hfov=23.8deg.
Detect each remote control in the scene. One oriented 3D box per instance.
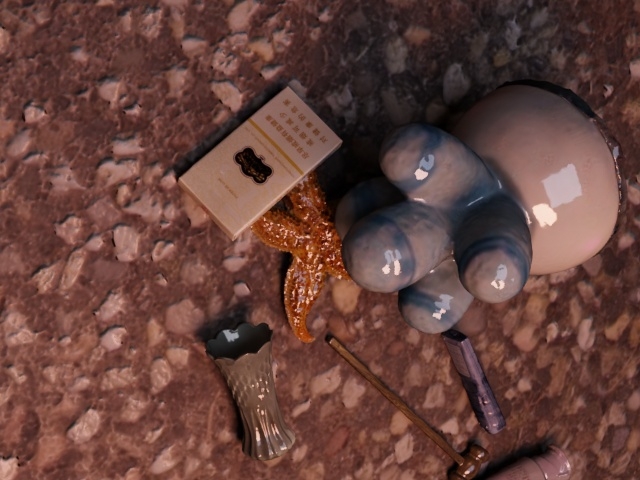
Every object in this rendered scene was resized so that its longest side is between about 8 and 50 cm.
[{"bbox_3d":[0.192,0.177,1.883,0.027,0.043,0.152,-31,114,-15],"label":"remote control"}]

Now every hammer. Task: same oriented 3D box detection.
[{"bbox_3d":[0.103,0.203,1.846,0.292,0.029,0.058,44,74,-28],"label":"hammer"}]

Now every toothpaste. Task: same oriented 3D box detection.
[{"bbox_3d":[0.212,0.331,1.916,0.234,0.057,0.089,-25,140,-24],"label":"toothpaste"}]

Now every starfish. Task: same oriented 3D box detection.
[{"bbox_3d":[0.001,0.000,1.735,0.227,0.043,0.240,2,101,-31],"label":"starfish"}]

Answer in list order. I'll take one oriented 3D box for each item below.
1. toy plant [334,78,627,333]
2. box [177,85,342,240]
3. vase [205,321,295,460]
[{"bbox_3d":[0.154,-0.026,1.675,0.332,0.247,0.247,-27,113,-40],"label":"toy plant"},{"bbox_3d":[-0.065,-0.086,1.661,0.167,0.024,0.090,-42,83,-18],"label":"box"},{"bbox_3d":[-0.074,0.174,1.703,0.081,0.081,0.149,-25,116,-25],"label":"vase"}]
